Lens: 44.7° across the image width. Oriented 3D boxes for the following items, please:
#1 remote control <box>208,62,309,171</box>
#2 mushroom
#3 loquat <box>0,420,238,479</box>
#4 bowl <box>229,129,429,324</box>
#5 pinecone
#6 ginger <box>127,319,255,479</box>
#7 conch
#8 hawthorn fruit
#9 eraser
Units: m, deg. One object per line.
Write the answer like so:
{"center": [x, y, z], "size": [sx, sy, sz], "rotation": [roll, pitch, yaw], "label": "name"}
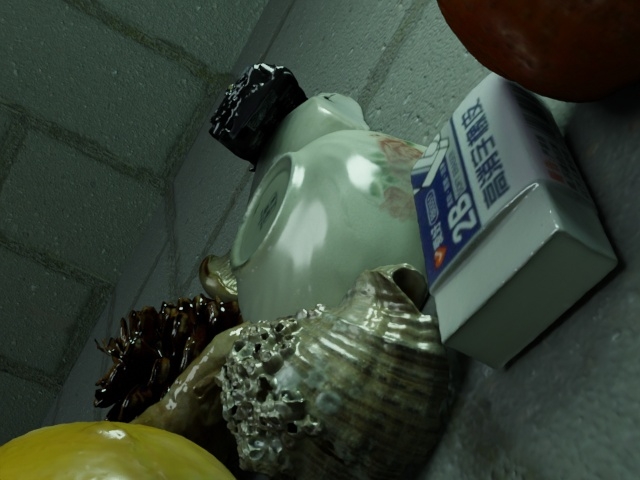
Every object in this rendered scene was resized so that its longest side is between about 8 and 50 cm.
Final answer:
{"center": [-0.079, -0.169, 1.116], "size": [0.145, 0.062, 0.399], "rotation": [-53, -3, 3], "label": "remote control"}
{"center": [-0.046, -0.054, 1.063], "size": [0.329, 0.122, 0.159], "rotation": [-59, -17, 9], "label": "mushroom"}
{"center": [-0.138, 0.274, 0.529], "size": [0.359, 0.328, 0.328], "rotation": [-32, 27, 13], "label": "loquat"}
{"center": [0.000, 0.000, 0.795], "size": [0.277, 0.145, 0.277], "rotation": [-55, 20, 30], "label": "bowl"}
{"center": [-0.156, 0.165, 0.885], "size": [0.221, 0.221, 0.222], "rotation": [-52, 22, 30], "label": "pinecone"}
{"center": [-0.135, 0.241, 0.749], "size": [0.080, 0.166, 0.333], "rotation": [38, 128, 40], "label": "ginger"}
{"center": [0.009, 0.123, 0.626], "size": [0.245, 0.178, 0.163], "rotation": [-50, -17, 20], "label": "conch"}
{"center": [0.168, -0.185, 0.542], "size": [0.189, 0.189, 0.189], "rotation": [-52, 22, 30], "label": "hawthorn fruit"}
{"center": [0.133, -0.023, 0.583], "size": [0.124, 0.067, 0.210], "rotation": [-50, 23, 32], "label": "eraser"}
